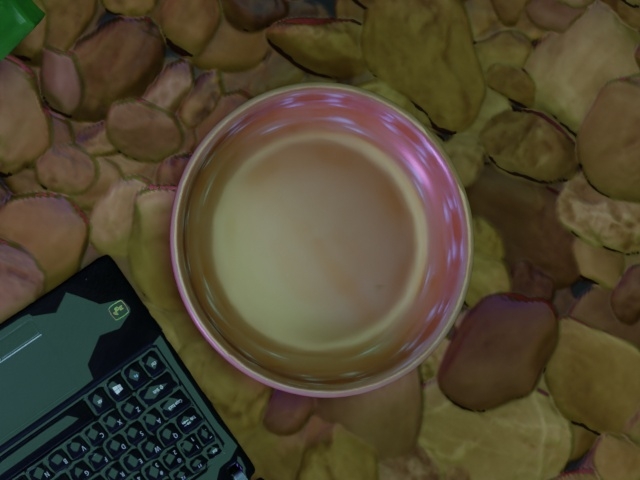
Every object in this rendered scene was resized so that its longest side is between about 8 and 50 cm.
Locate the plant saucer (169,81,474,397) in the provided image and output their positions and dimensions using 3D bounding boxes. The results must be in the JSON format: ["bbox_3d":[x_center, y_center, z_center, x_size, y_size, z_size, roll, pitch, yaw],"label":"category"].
[{"bbox_3d":[0.000,0.000,0.954,0.200,0.037,0.200,2,85,-17],"label":"plant saucer"}]

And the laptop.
[{"bbox_3d":[-0.133,0.174,0.846,0.234,0.136,0.264,-35,95,-17],"label":"laptop"}]

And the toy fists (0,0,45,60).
[{"bbox_3d":[-0.297,-0.096,0.848,0.279,0.096,0.142,-47,108,-17],"label":"toy fists"}]
